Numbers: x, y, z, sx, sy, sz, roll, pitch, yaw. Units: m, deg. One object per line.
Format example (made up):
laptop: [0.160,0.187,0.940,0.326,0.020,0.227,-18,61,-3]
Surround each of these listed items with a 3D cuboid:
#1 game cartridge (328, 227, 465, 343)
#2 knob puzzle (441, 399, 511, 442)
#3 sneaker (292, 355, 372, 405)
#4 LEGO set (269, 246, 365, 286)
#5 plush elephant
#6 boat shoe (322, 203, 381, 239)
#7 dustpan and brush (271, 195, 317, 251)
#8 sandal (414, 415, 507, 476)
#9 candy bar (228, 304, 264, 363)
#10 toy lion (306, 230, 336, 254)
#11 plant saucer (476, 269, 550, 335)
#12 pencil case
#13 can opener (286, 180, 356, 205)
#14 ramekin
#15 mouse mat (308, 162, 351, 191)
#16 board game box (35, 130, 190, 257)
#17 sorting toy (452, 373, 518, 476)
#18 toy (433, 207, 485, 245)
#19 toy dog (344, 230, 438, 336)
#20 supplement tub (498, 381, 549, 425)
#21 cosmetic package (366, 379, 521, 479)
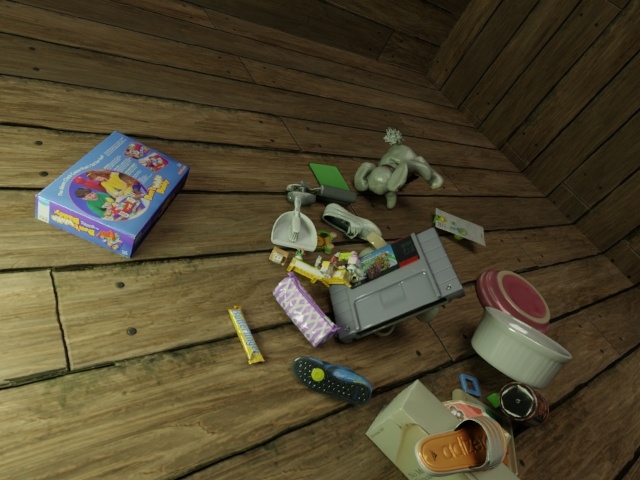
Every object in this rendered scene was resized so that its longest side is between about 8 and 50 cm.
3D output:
game cartridge: [0.192,0.120,1.164,0.068,0.354,0.230,47,22,-48]
knob puzzle: [0.372,0.496,1.073,0.212,0.030,0.213,3,50,-3]
sneaker: [0.027,0.338,1.029,0.209,0.069,0.082,23,5,-1]
LEGO set: [0.001,0.055,1.218,0.286,0.132,0.107,9,60,25]
plush elephant: [0.304,-0.262,1.732,0.271,0.256,0.330,19,-24,51]
boat shoe: [0.108,-0.046,1.484,0.227,0.079,0.081,29,47,2]
dustpan and brush: [-0.081,-0.066,1.364,0.147,0.060,0.211,12,38,-12]
sandal: [0.316,0.426,0.864,0.264,0.076,0.102,2,49,-33]
candy bar: [-0.185,0.229,1.017,0.040,0.018,0.162,-5,53,-39]
toy lion: [0.000,0.000,1.388,0.095,0.034,0.100,21,39,-4]
plant saucer: [0.776,0.240,1.645,0.331,0.084,0.332,20,39,-18]
pencil case: [-0.040,0.188,1.109,0.206,0.088,0.086,46,37,17]
can opener: [0.004,-0.155,1.540,0.283,0.076,0.095,9,76,-29]
ramekin: [0.617,0.338,1.310,0.276,0.135,0.277,26,10,-5]
mouse mat: [0.042,-0.250,1.702,0.152,0.007,0.190,1,47,-35]
board game box: [-0.530,-0.137,1.109,0.233,0.078,0.347,26,39,-10]
sorting toy: [0.456,0.522,1.142,0.195,0.047,0.348,30,38,-6]
toy: [0.612,-0.048,1.857,0.237,0.056,0.137,24,42,-5]
toy dog: [0.224,0.132,1.307,0.161,0.220,0.334,33,30,-60]
supplement tub: [0.597,0.480,1.207,0.197,0.106,0.106,34,29,-44]
cosmetic package: [0.276,0.496,0.951,0.309,0.160,0.113,42,39,12]
